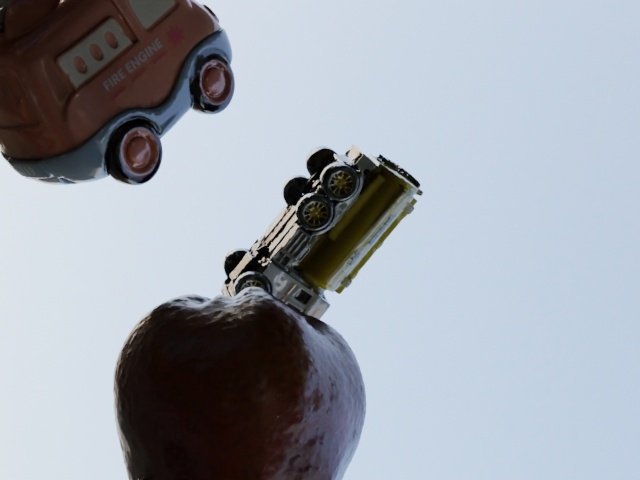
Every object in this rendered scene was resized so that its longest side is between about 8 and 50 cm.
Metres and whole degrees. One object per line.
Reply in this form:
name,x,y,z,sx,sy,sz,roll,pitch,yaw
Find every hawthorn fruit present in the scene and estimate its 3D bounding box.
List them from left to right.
hawthorn fruit,-0.068,0.177,1.072,0.224,0.224,0.261,-36,-127,56

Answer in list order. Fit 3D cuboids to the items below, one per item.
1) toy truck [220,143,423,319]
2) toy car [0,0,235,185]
toy truck,0.000,0.000,1.305,0.227,0.114,0.098,-50,-159,6
toy car,-0.234,-0.190,1.283,0.180,0.270,0.212,6,-48,43
